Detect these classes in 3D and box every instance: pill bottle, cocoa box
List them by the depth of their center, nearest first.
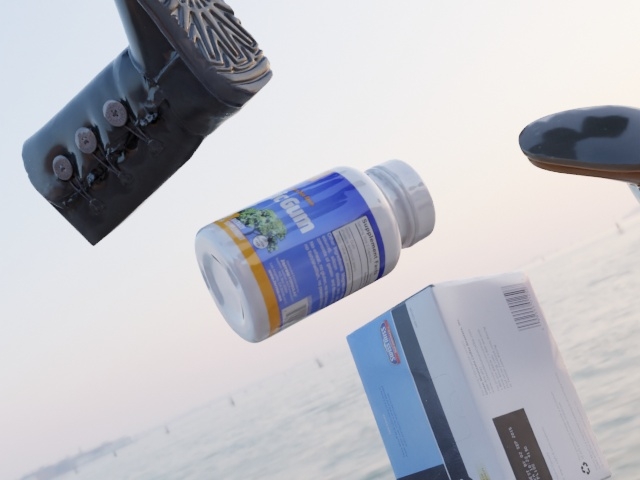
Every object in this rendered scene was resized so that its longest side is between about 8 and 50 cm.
[{"bbox_3d":[0.000,0.000,0.980,0.272,0.152,0.152,-27,-6,-23],"label":"pill bottle"},{"bbox_3d":[0.236,0.254,1.263,0.232,0.347,0.228,-6,-21,-38],"label":"cocoa box"}]

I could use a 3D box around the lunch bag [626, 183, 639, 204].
[{"bbox_3d":[0.616,-0.037,1.257,0.160,0.223,0.262,-40,-41,23],"label":"lunch bag"}]

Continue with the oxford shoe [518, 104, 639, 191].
[{"bbox_3d":[0.263,-0.058,0.637,0.212,0.076,0.076,7,-41,17],"label":"oxford shoe"}]

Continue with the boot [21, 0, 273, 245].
[{"bbox_3d":[-0.316,-0.243,1.209,0.445,0.367,0.146,-35,-6,42],"label":"boot"}]
